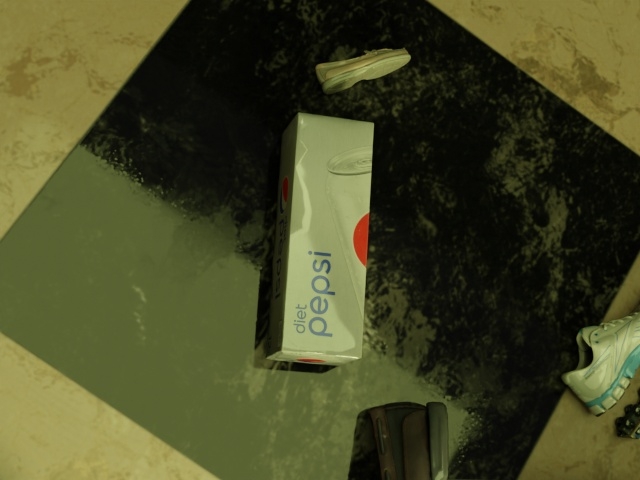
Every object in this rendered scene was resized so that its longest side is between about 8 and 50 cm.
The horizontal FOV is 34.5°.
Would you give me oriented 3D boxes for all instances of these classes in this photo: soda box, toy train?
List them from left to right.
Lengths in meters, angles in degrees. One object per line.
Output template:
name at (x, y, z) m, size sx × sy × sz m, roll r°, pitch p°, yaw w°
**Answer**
soda box at (0.000, 0.000, 1.217) m, size 0.098 × 0.091 × 0.286 m, roll 7°, pitch 76°, yaw -13°
toy train at (0.430, 0.197, 1.317) m, size 0.158 × 0.027 × 0.036 m, roll -45°, pitch 102°, yaw -19°

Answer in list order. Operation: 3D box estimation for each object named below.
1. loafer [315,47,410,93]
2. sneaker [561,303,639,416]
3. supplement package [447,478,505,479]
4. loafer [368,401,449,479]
loafer at (0.053, -0.225, 1.310) m, size 0.125 × 0.045 × 0.039 m, roll -23°, pitch 77°, yaw -15°
sneaker at (0.372, 0.123, 1.298) m, size 0.083 × 0.071 × 0.190 m, roll 38°, pitch 71°, yaw 3°
supplement package at (0.275, 0.346, 1.182) m, size 0.244 × 0.139 × 0.133 m, roll 5°, pitch 78°, yaw -15°
loafer at (0.092, 0.323, 1.153) m, size 0.095 × 0.109 × 0.302 m, roll 4°, pitch 58°, yaw 3°
